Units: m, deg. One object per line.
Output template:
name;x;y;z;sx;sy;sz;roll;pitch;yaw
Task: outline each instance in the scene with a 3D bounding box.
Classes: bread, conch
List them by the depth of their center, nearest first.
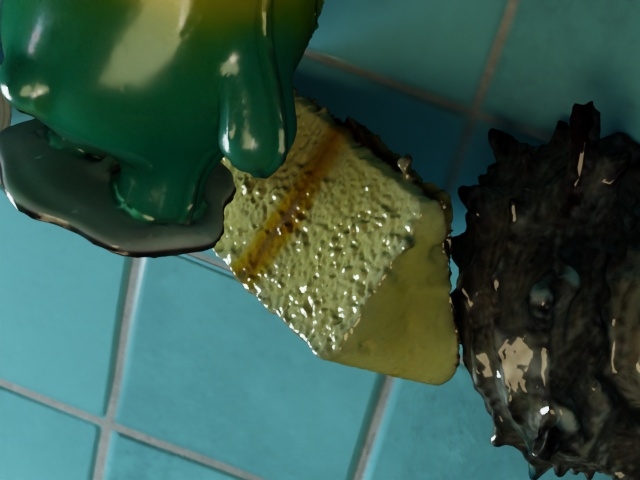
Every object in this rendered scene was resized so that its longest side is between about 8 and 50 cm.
conch;0.213;0.051;1.386;0.313;0.241;0.186;68;163;-3
bread;0.000;0.000;1.413;0.266;0.142;0.178;45;165;49

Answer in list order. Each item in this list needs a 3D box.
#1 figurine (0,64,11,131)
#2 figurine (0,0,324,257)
figurine;-0.360;-0.147;1.547;0.250;0.166;0.141;59;168;5
figurine;-0.119;-0.177;1.304;0.323;0.231;0.340;39;129;35
